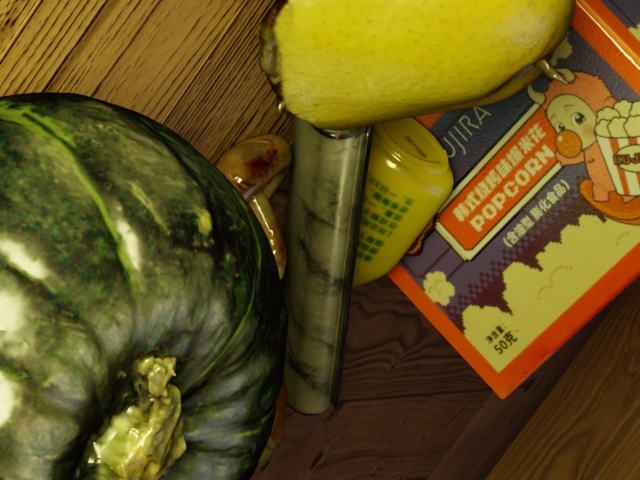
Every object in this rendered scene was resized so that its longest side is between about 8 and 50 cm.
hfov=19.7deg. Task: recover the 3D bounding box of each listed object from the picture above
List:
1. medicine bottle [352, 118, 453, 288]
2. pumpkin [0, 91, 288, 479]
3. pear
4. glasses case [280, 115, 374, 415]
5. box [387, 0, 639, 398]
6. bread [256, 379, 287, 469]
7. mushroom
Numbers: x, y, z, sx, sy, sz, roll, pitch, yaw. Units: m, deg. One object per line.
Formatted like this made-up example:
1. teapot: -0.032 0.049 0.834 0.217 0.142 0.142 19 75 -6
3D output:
1. medicine bottle: 0.008 0.010 1.647 0.076 0.111 0.309 -39 168 -50
2. pumpkin: -0.171 0.074 1.064 0.323 0.241 0.323 -33 141 -31
3. pear: 0.095 -0.176 1.301 0.267 0.178 0.267 -47 145 -48
4. glasses case: 0.000 0.000 1.523 0.114 0.060 0.299 -100 -167 -50
5. box: 0.249 -0.098 1.683 0.318 0.257 0.349 -32 167 -49
6. bread: -0.108 0.127 1.543 0.156 0.125 0.086 7 137 -29
7. mushroom: -0.061 -0.019 1.437 0.088 0.073 0.129 -19 111 -84
